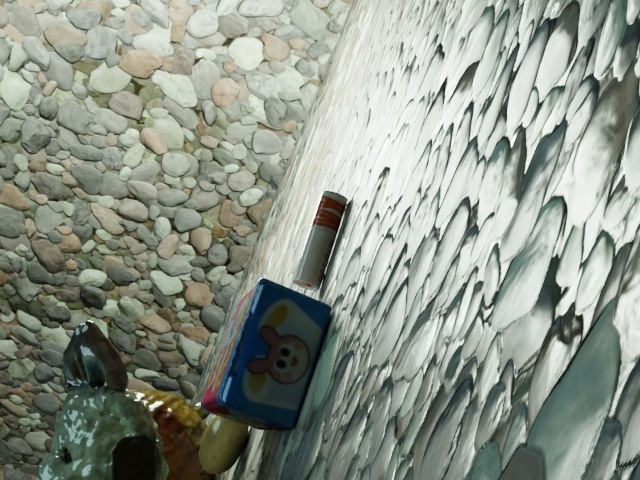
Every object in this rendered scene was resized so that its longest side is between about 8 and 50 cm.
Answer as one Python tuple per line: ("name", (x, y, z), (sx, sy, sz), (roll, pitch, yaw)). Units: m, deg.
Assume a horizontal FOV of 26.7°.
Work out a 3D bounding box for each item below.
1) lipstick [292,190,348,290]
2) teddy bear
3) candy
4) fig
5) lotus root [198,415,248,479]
("lipstick", (0.000, 0.000, 1.795), (0.038, 0.038, 0.130), (129, 159, -73))
("teddy bear", (-0.311, 0.358, 1.707), (0.375, 0.362, 0.327), (-44, 4, -19))
("candy", (-0.073, 0.151, 1.694), (0.306, 0.100, 0.157), (132, 158, -78))
("fig", (-0.267, 0.358, 2.335), (0.369, 0.286, 0.286), (-29, -31, -52))
("lotus root", (-0.143, 0.298, 2.026), (0.073, 0.062, 0.150), (-33, -29, -60))
